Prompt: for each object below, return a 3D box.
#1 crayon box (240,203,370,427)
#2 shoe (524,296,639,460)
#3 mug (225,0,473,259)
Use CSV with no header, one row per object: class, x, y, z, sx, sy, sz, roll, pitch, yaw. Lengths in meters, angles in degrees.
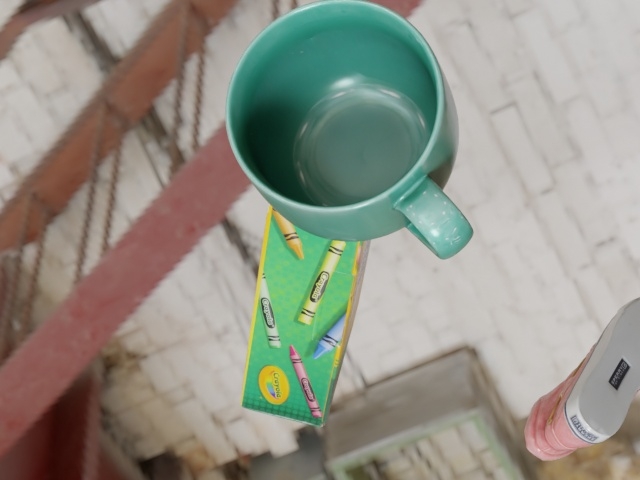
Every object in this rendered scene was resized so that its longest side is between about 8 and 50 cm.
crayon box,0.000,0.000,1.364,0.165,0.081,0.278,-73,-6,-51
shoe,0.237,0.116,1.357,0.063,0.081,0.178,48,-131,-4
mug,0.019,-0.052,0.945,0.097,0.129,0.158,52,-150,-70
